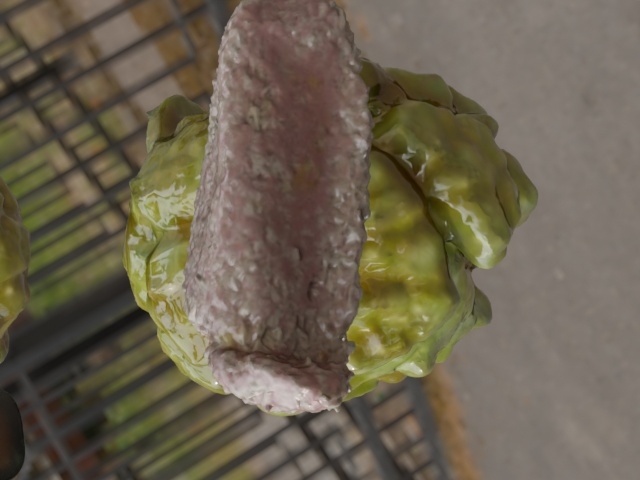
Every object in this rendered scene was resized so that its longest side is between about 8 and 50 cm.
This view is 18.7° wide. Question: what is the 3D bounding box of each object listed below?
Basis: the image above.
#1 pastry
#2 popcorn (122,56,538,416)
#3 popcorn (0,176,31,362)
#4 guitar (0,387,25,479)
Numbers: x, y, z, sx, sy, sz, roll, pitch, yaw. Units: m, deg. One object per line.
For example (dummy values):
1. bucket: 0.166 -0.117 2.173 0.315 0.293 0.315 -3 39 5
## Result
1. pastry: -0.026 -0.017 1.187 0.112 0.103 0.265 133 143 -66
2. popcorn: -0.007 0.003 1.456 0.274 0.335 0.279 52 -148 -15
3. popcorn: -0.418 0.015 1.769 0.325 0.321 0.290 5 173 32
4. guitar: -0.348 0.159 1.533 0.025 0.233 0.088 125 140 -54
